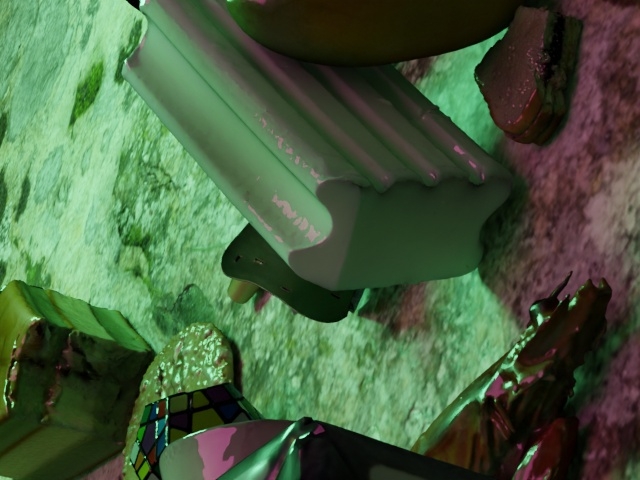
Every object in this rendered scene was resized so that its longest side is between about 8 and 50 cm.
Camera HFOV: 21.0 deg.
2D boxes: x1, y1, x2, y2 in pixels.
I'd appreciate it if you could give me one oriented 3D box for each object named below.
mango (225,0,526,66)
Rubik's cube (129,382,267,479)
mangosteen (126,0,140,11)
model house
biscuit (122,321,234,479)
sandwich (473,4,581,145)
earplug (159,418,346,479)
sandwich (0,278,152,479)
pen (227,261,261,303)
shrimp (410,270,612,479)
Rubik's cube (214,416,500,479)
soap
[{"bbox_3d":[0.051,-0.200,1.308,0.156,0.251,0.114,48,138,34],"label":"mango"},{"bbox_3d":[-0.101,0.185,1.505,0.112,0.133,0.133,15,86,41],"label":"Rubik's cube"},{"bbox_3d":[-0.140,-0.330,1.876,0.210,0.210,0.210,-45,35,45],"label":"mangosteen"},{"bbox_3d":[0.000,0.000,1.429,0.167,0.117,0.088,-61,-7,-24],"label":"model house"},{"bbox_3d":[-0.141,0.181,1.694,0.220,0.033,0.220,-42,38,45],"label":"biscuit"},{"bbox_3d":[0.157,-0.124,1.270,0.093,0.035,0.105,-54,30,33],"label":"sandwich"},{"bbox_3d":[-0.031,0.298,1.235,0.172,0.172,0.301,-40,44,49],"label":"earplug"},{"bbox_3d":[-0.300,0.184,1.877,0.227,0.155,0.198,-69,24,6],"label":"sandwich"},{"bbox_3d":[-0.024,-0.029,1.601,0.233,0.032,0.040,-55,5,29],"label":"pen"},{"bbox_3d":[0.118,0.151,1.124,0.287,0.063,0.152,-60,28,31],"label":"shrimp"},{"bbox_3d":[0.035,0.314,0.907,0.307,0.305,0.310,-38,38,47],"label":"Rubik's cube"},{"bbox_3d":[-0.009,-0.086,1.313,0.289,0.173,0.095,47,129,38],"label":"soap"}]
